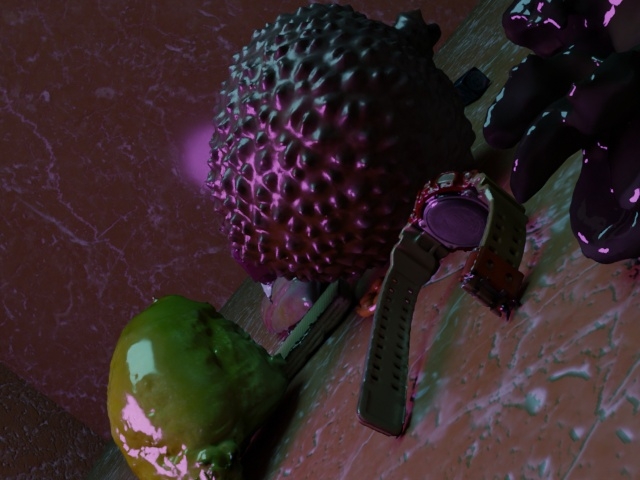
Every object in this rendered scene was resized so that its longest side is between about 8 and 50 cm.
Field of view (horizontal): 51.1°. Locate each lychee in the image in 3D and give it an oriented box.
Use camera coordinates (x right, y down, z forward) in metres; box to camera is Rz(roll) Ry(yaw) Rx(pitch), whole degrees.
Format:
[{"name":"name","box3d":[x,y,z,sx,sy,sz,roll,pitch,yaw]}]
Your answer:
[{"name":"lychee","box3d":[0.029,-0.129,0.955,0.432,0.380,0.380,-57,5,14]}]

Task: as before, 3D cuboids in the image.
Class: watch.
[{"name":"watch","box3d":[0.119,0.045,0.642,0.165,0.102,0.268,-43,18,38]}]

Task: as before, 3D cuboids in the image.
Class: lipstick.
[{"name":"lipstick","box3d":[0.296,-0.319,1.532,0.051,0.051,0.312,-53,5,-8]}]

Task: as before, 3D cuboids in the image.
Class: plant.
[{"name":"plant","box3d":[0.227,-0.139,0.444,0.276,0.188,0.199,-54,7,-26]}]

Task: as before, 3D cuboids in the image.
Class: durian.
[{"name":"durian","box3d":[-0.183,0.224,0.965,0.256,0.340,0.204,-24,-36,-47]}]

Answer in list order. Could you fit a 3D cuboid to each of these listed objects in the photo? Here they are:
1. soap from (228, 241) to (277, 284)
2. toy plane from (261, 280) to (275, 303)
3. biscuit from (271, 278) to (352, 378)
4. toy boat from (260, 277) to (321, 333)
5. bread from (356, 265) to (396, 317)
[{"name":"soap","box3d":[-0.057,-0.047,1.222,0.182,0.112,0.289,-17,33,52]},{"name":"toy plane","box3d":[-0.005,-0.004,1.290,0.273,0.107,0.182,-22,33,9]},{"name":"biscuit","box3d":[-0.021,0.153,1.113,0.199,0.041,0.121,-51,9,10]},{"name":"toy boat","box3d":[-0.057,0.085,1.429,0.276,0.111,0.293,-42,15,44]},{"name":"bread","box3d":[0.089,0.067,0.918,0.110,0.024,0.110,-46,7,8]}]
